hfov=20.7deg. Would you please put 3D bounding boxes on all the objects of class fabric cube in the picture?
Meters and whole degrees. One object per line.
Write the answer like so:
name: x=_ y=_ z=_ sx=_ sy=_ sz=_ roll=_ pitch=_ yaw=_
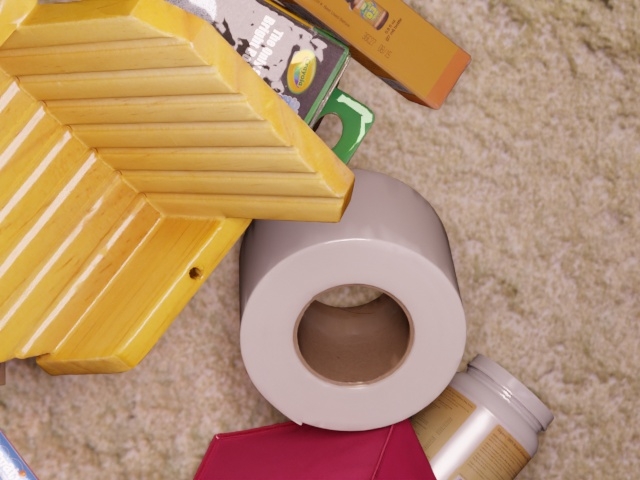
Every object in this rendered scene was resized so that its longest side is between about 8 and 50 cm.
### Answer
fabric cube: x=-0.001 y=0.370 z=1.959 sx=0.259 sy=0.254 sz=0.258 roll=-13 pitch=117 yaw=25

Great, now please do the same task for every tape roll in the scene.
tape roll: x=0.031 y=0.064 z=1.929 sx=0.246 sy=0.169 sz=0.246 roll=-1 pitch=119 yaw=-2

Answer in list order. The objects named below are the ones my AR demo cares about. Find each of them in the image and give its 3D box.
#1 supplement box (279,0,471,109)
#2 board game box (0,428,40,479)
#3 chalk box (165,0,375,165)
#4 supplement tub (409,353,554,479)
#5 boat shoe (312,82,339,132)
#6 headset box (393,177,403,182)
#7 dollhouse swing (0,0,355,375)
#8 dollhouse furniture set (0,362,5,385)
supplement box: x=0.057 y=-0.243 z=1.977 sx=0.233 sy=0.080 sz=0.078 roll=36 pitch=86 yaw=-30
board game box: x=-0.343 y=0.327 z=1.893 sx=0.145 sy=0.027 sz=0.281 roll=-37 pitch=86 yaw=-11
chalk box: x=-0.089 y=-0.166 z=1.786 sx=0.289 sy=0.179 sz=0.180 roll=30 pitch=97 yaw=-14
supplement tub: x=0.172 y=0.251 z=2.121 sx=0.199 sy=0.144 sz=0.144 roll=-48 pitch=117 yaw=-6
boat shoe: x=-0.055 y=-0.106 z=1.949 sx=0.095 sy=0.095 sz=0.257 roll=38 pitch=86 yaw=-28
headset box: x=0.059 y=-0.032 z=2.058 sx=0.083 sy=0.032 sz=0.062 roll=-17 pitch=109 yaw=-19
dollhouse swing: x=-0.205 y=-0.031 z=1.561 sx=0.315 sy=0.305 sz=0.347 roll=-52 pitch=127 yaw=-10
dollhouse furniture set: x=-0.306 y=0.103 z=1.870 sx=0.151 sy=0.123 sz=0.144 roll=-5 pitch=105 yaw=-24
